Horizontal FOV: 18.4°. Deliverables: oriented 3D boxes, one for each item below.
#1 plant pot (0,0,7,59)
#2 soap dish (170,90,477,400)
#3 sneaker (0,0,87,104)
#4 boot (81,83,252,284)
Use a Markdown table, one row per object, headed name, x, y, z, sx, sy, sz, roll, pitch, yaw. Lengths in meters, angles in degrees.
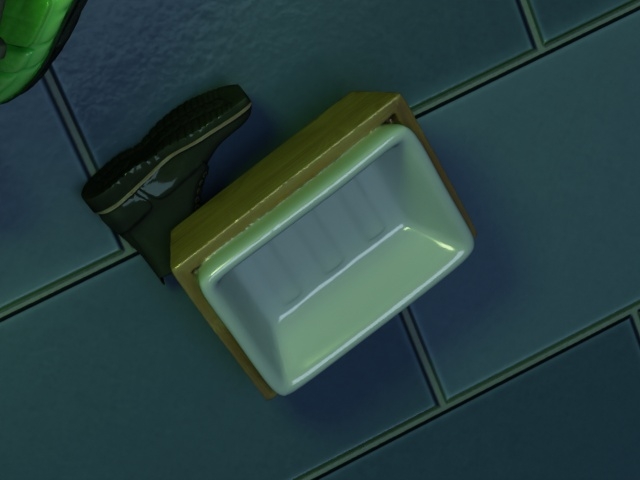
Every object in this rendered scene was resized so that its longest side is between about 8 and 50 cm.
| name | x | y | z | sx | sy | sz | roll | pitch | yaw |
| --- | --- | --- | --- | --- | --- | --- | --- | --- | --- |
| plant pot | -0.374 | -0.357 | 1.689 | 0.334 | 0.334 | 0.305 | 19 | 98 | -22 |
| soap dish | 0.000 | 0.000 | 2.046 | 0.291 | 0.118 | 0.229 | -38 | 132 | -6 |
| sneaker | -0.203 | -0.321 | 1.872 | 0.202 | 0.185 | 0.482 | 7 | 124 | -54 |
| boot | -0.130 | -0.058 | 2.047 | 0.198 | 0.077 | 0.137 | -34 | 119 | 6 |
